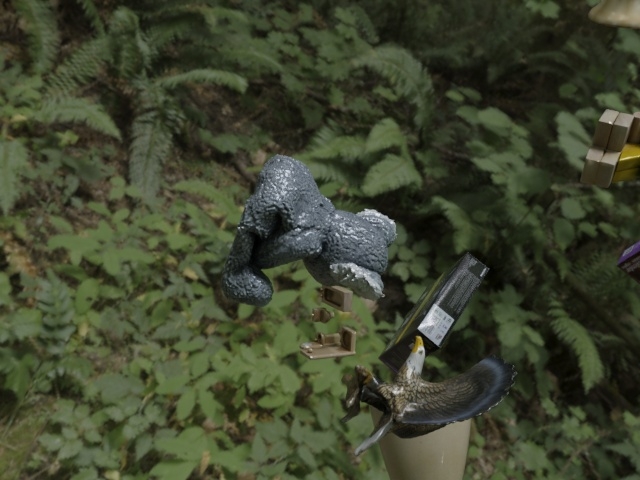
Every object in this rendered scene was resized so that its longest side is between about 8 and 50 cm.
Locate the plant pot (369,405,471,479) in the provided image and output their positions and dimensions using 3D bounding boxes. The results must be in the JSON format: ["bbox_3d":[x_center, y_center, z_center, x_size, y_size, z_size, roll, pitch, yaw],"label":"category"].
[{"bbox_3d":[0.247,0.490,1.667,0.256,0.256,0.274,9,72,-47],"label":"plant pot"}]

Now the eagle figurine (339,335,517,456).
[{"bbox_3d":[0.198,0.296,1.337,0.298,0.225,0.226,13,23,-3],"label":"eagle figurine"}]

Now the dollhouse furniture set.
[{"bbox_3d":[0.001,0.193,1.711,0.123,0.151,0.144,-2,10,-28],"label":"dollhouse furniture set"}]

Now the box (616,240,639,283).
[{"bbox_3d":[0.802,0.041,1.473,0.201,0.293,0.057,38,60,4],"label":"box"}]

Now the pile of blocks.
[{"bbox_3d":[0.556,-0.162,1.032,0.362,0.112,0.149,-16,40,-17],"label":"pile of blocks"}]

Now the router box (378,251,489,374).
[{"bbox_3d":[0.309,0.203,1.918,0.081,0.243,0.309,40,56,2],"label":"router box"}]

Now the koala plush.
[{"bbox_3d":[0.000,0.000,1.002,0.221,0.203,0.196,22,36,2],"label":"koala plush"}]

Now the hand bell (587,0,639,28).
[{"bbox_3d":[0.455,-0.430,0.968,0.126,0.242,0.126,-1,30,1],"label":"hand bell"}]
